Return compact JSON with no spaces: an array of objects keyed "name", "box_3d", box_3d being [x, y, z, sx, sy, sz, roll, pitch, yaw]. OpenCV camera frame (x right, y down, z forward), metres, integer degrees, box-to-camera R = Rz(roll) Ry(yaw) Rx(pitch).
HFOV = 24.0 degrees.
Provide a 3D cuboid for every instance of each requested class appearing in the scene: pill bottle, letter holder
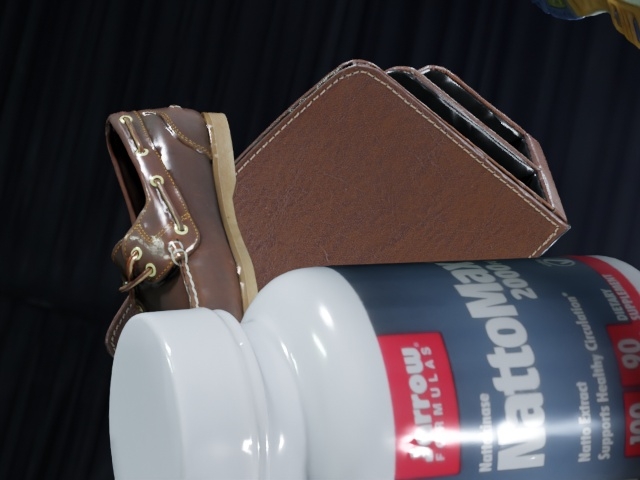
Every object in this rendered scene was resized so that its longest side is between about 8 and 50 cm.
[{"name":"pill bottle","box_3d":[0.026,0.061,0.514,0.180,0.108,0.108,-2,0,-23]},{"name":"letter holder","box_3d":[0.000,0.000,1.151,0.214,0.302,0.152,36,21,-17]}]

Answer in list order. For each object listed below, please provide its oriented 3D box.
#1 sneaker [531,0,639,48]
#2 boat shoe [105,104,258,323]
[{"name":"sneaker","box_3d":[0.207,-0.204,0.961,0.296,0.131,0.112,49,-16,52]},{"name":"boat shoe","box_3d":[-0.079,0.010,0.824,0.073,0.207,0.073,3,-44,-20]}]
